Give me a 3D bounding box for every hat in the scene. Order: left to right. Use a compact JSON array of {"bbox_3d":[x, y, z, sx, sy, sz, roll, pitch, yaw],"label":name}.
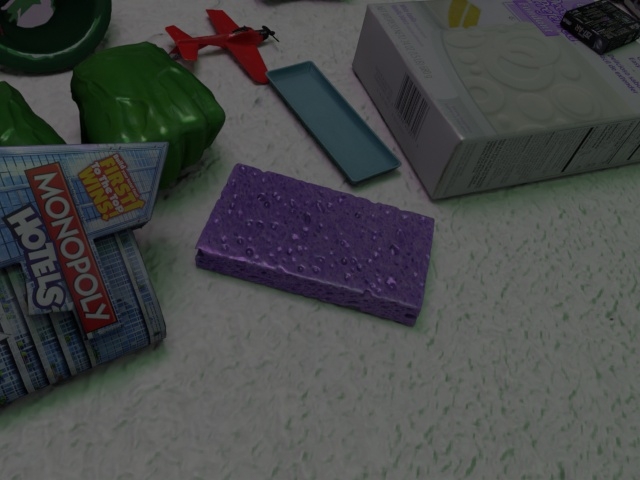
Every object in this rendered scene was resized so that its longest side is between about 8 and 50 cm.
[{"bbox_3d":[-0.360,-0.290,0.755,0.173,0.183,0.208,-28,104,-22],"label":"hat"}]

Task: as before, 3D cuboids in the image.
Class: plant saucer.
[{"bbox_3d":[0.011,-0.136,0.715,0.067,0.018,0.192,-22,59,-26],"label":"plant saucer"}]

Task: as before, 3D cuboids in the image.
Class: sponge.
[{"bbox_3d":[0.000,0.000,0.598,0.210,0.031,0.117,15,51,1],"label":"sponge"}]

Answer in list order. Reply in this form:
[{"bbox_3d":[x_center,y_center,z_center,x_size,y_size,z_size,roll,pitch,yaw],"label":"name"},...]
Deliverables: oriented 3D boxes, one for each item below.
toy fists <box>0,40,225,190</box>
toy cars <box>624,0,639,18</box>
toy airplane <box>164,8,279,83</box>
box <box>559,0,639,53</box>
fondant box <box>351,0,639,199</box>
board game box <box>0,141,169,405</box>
[{"bbox_3d":[-0.226,-0.087,0.581,0.279,0.096,0.142,-24,53,-25],"label":"toy fists"},{"bbox_3d":[0.575,-0.461,1.042,0.176,0.087,0.394,23,52,7],"label":"toy cars"},{"bbox_3d":[-0.122,-0.243,0.763,0.151,0.028,0.151,6,53,-8],"label":"toy airplane"},{"bbox_3d":[0.342,-0.261,0.761,0.083,0.018,0.067,-26,62,-29],"label":"box"},{"bbox_3d":[0.236,-0.188,0.753,0.330,0.096,0.238,-11,55,-21],"label":"fondant box"},{"bbox_3d":[-0.193,0.004,0.477,0.194,0.060,0.194,-21,93,-24],"label":"board game box"}]
